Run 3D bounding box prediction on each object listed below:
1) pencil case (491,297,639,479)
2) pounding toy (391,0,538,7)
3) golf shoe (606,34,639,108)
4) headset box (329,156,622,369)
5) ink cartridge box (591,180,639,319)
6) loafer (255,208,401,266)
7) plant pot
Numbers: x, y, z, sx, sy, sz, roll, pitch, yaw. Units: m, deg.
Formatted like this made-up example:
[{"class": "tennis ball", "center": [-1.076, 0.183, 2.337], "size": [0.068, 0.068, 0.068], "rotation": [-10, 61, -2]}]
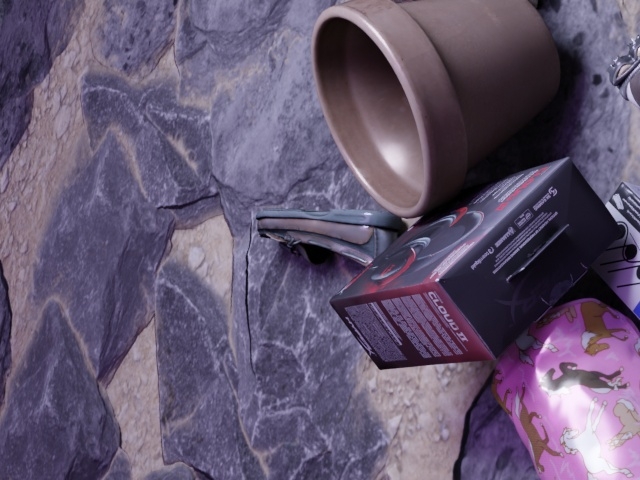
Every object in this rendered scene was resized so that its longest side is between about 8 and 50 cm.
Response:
[{"class": "pencil case", "center": [0.317, 0.229, 1.405], "size": [0.386, 0.167, 0.160], "rotation": [59, 145, 42]}, {"class": "pounding toy", "center": [0.162, -0.374, 1.794], "size": [0.269, 0.154, 0.155], "rotation": [2, 81, 51]}, {"class": "golf shoe", "center": [0.404, -0.219, 1.521], "size": [0.094, 0.077, 0.198], "rotation": [49, 118, 22]}, {"class": "headset box", "center": [0.172, 0.029, 1.546], "size": [0.218, 0.110, 0.293], "rotation": [-41, 10, -23]}, {"class": "ink cartridge box", "center": [0.364, 0.035, 1.497], "size": [0.097, 0.046, 0.207], "rotation": [-59, 41, 23]}, {"class": "loafer", "center": [0.000, 0.000, 1.934], "size": [0.267, 0.096, 0.084], "rotation": [1, 85, 50]}, {"class": "plant pot", "center": [0.147, -0.189, 1.661], "size": [0.263, 0.229, 0.263], "rotation": [51, 157, 32]}]
